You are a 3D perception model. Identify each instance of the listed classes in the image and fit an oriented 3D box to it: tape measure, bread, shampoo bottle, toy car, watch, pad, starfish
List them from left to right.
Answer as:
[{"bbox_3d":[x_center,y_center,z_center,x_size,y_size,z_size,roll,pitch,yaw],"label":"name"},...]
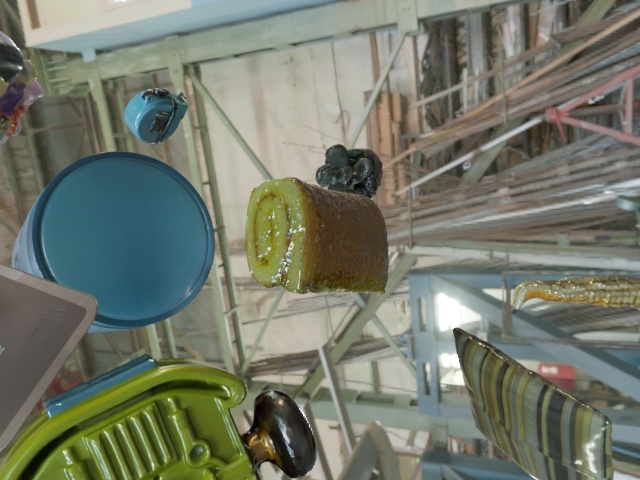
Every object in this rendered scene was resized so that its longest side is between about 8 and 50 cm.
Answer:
[{"bbox_3d":[-0.504,-0.229,0.650,0.196,0.244,0.231,-44,-84,-20],"label":"watch"},{"bbox_3d":[-0.369,0.111,0.564,0.176,0.266,0.002,-63,-34,-26],"label":"pad"},{"bbox_3d":[-0.440,0.024,1.072,0.331,0.343,0.331,9,-105,-34],"label":"shampoo bottle"},{"bbox_3d":[-0.397,-0.298,1.225,0.146,0.081,0.125,-53,-22,24],"label":"tape measure"},{"bbox_3d":[-0.099,0.196,0.335,0.200,0.142,0.248,-19,-87,-27],"label":"toy car"},{"bbox_3d":[0.000,0.000,0.594,0.172,0.103,0.132,5,-101,-51],"label":"bread"},{"bbox_3d":[0.276,0.054,0.356,0.138,0.247,0.050,-6,-75,-54],"label":"starfish"}]

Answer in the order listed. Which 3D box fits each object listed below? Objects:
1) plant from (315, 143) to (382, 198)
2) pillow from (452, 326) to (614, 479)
[{"bbox_3d":[0.075,-0.170,1.336,0.274,0.149,0.146,-22,-81,-69],"label":"plant"},{"bbox_3d":[0.252,0.222,0.624,0.052,0.212,0.208,-34,-57,-17],"label":"pillow"}]
